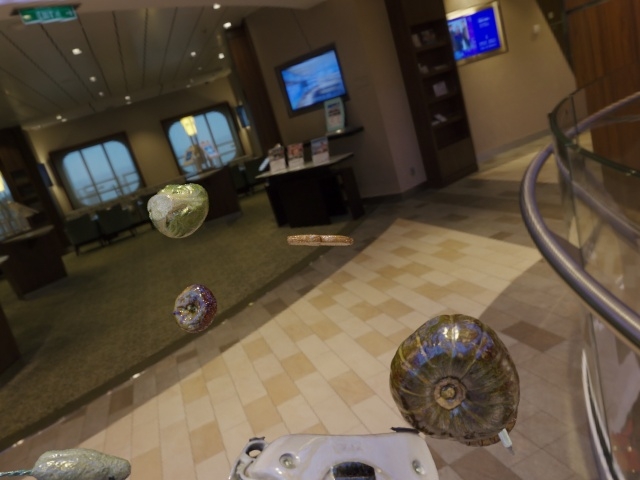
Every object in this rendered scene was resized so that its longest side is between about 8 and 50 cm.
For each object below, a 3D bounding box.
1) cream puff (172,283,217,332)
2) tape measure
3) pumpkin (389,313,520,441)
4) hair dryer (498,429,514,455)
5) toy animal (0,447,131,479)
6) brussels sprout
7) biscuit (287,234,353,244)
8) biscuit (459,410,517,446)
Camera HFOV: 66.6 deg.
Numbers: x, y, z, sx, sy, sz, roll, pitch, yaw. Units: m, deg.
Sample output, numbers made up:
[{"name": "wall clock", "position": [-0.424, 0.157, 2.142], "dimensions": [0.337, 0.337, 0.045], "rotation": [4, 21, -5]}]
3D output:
[{"name": "cream puff", "position": [-0.380, 0.211, 1.495], "dimensions": [0.149, 0.149, 0.084], "rotation": [-11, -21, 21]}, {"name": "tape measure", "position": [0.027, 0.278, 0.454], "dimensions": [0.236, 0.120, 0.197], "rotation": [15, 37, -32]}, {"name": "pumpkin", "position": [0.223, 0.234, 0.828], "dimensions": [0.219, 0.219, 0.162], "rotation": [-13, 13, 13]}, {"name": "hair dryer", "position": [0.557, 0.559, 1.467], "dimensions": [0.155, 0.183, 0.044], "rotation": [-39, 1, 4]}, {"name": "toy animal", "position": [-0.428, 0.368, 0.751], "dimensions": [0.253, 0.079, 0.070], "rotation": [3, -9, -18]}, {"name": "brussels sprout", "position": [-0.388, -0.081, 1.339], "dimensions": [0.162, 0.143, 0.181], "rotation": [-21, -4, 31]}, {"name": "biscuit", "position": [-0.003, -0.002, 1.364], "dimensions": [0.184, 0.027, 0.133], "rotation": [-1, -7, 10]}, {"name": "biscuit", "position": [0.631, 0.683, 1.979], "dimensions": [0.332, 0.332, 0.103], "rotation": [-14, 7, 11]}]
